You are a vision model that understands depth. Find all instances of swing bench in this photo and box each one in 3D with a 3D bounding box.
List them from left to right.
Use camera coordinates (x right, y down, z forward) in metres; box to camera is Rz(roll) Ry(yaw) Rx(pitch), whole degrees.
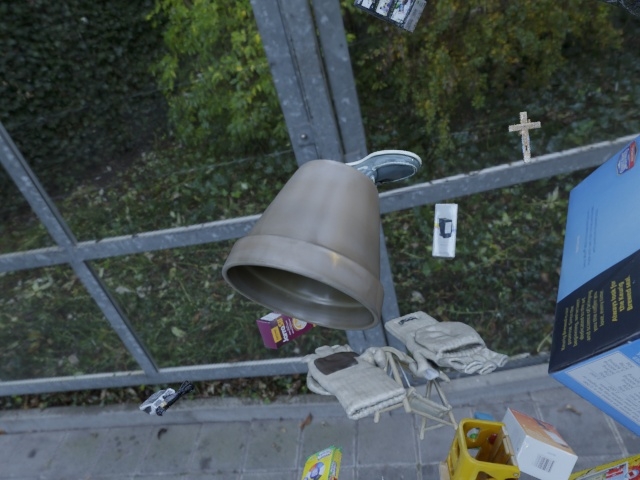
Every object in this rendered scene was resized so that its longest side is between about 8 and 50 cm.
[{"bbox_3d":[0.317,0.510,1.545,0.165,0.253,0.255,-36,37,37],"label":"swing bench"}]

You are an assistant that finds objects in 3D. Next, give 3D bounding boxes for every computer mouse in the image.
[{"bbox_3d":[-0.403,0.417,1.163,0.193,0.042,0.106,-28,10,45],"label":"computer mouse"}]

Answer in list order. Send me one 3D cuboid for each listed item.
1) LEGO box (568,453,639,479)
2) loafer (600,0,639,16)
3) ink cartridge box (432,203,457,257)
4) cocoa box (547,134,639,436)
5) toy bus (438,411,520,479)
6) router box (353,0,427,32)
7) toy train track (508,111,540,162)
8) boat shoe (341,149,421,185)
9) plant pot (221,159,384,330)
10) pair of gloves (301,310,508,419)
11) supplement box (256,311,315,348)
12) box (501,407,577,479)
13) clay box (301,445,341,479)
[{"bbox_3d":[0.765,0.808,1.228,0.372,0.500,0.193,-17,67,-49],"label":"LEGO box"},{"bbox_3d":[0.285,-0.308,0.469,0.302,0.095,0.109,33,27,25],"label":"loafer"},{"bbox_3d":[0.418,-0.027,1.516,0.072,0.175,0.127,3,-6,16],"label":"ink cartridge box"},{"bbox_3d":[0.426,0.033,0.477,0.231,0.228,0.347,34,49,1],"label":"cocoa box"},{"bbox_3d":[0.257,0.400,0.767,0.104,0.191,0.202,8,73,2],"label":"toy bus"},{"bbox_3d":[0.159,-0.518,0.872,0.133,0.179,0.046,39,29,24],"label":"router box"},{"bbox_3d":[0.337,-0.169,0.745,0.048,0.083,0.014,-5,-1,13],"label":"toy train track"},{"bbox_3d":[0.121,-0.165,1.250,0.319,0.116,0.099,-7,56,20],"label":"boat shoe"},{"bbox_3d":[0.000,0.000,0.940,0.323,0.323,0.281,5,63,30],"label":"plant pot"},{"bbox_3d":[0.100,0.165,0.614,0.240,0.042,0.204,-15,8,-22],"label":"pair of gloves"},{"bbox_3d":[-0.121,0.297,1.617,0.188,0.104,0.080,-24,13,-39],"label":"supplement box"},{"bbox_3d":[0.550,0.528,1.164,0.130,0.091,0.170,21,5,6],"label":"box"},{"bbox_3d":[-0.002,0.785,1.508,0.127,0.053,0.222,-35,14,22],"label":"clay box"}]
